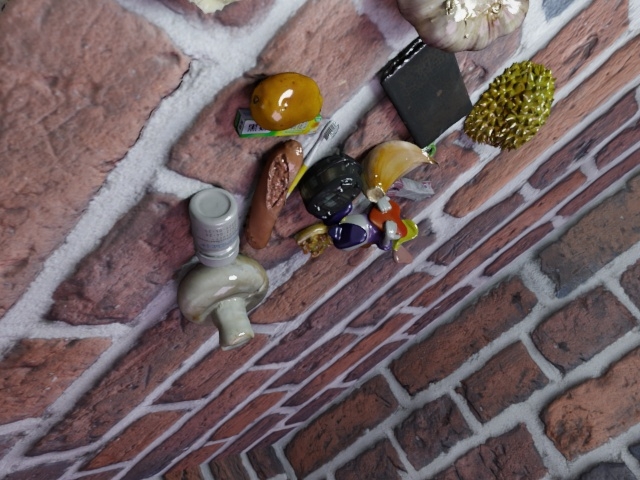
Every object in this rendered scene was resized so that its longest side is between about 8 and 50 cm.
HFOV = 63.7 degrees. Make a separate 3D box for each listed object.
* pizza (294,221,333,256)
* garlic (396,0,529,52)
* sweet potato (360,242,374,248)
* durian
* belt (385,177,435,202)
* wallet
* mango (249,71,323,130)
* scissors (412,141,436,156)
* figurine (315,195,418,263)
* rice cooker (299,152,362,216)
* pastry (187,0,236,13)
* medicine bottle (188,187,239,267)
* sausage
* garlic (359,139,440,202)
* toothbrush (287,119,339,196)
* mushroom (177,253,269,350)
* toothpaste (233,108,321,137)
[{"bbox_3d":[0.000,0.000,1.466,0.174,0.046,0.134,-19,150,-25],"label":"pizza"},{"bbox_3d":[0.241,-0.442,0.873,0.244,0.161,0.245,-5,119,-8],"label":"garlic"},{"bbox_3d":[0.141,-0.002,1.606,0.056,0.056,0.194,-42,156,19],"label":"sweet potato"},{"bbox_3d":[0.496,-0.328,1.335,0.153,0.186,0.261,-21,138,-34],"label":"durian"},{"bbox_3d":[0.239,-0.148,1.465,0.231,0.053,0.071,3,139,-45],"label":"belt"},{"bbox_3d":[0.246,-0.336,1.172,0.170,0.044,0.321,-38,149,10],"label":"wallet"},{"bbox_3d":[-0.062,-0.258,0.942,0.159,0.084,0.105,-32,145,-49],"label":"mango"},{"bbox_3d":[0.216,-0.212,1.362,0.204,0.027,0.101,-31,149,-5],"label":"scissors"},{"bbox_3d":[0.145,-0.019,1.427,0.420,0.154,0.193,3,149,-44],"label":"figurine"},{"bbox_3d":[0.026,-0.128,1.218,0.165,0.107,0.112,-32,149,32],"label":"rice cooker"},{"bbox_3d":[-0.130,-0.406,0.610,0.121,0.089,0.259,-24,153,-23],"label":"pastry"},{"bbox_3d":[-0.229,-0.027,1.120,0.104,0.105,0.168,-21,150,-21],"label":"medicine bottle"},{"bbox_3d":[-0.115,-0.092,1.157,0.087,0.079,0.327,-49,172,-43],"label":"sausage"},{"bbox_3d":[0.172,-0.189,1.271,0.206,0.128,0.115,-30,110,-16],"label":"garlic"},{"bbox_3d":[-0.043,-0.158,1.183,0.021,0.024,0.288,-2,141,-46],"label":"toothbrush"},{"bbox_3d":[-0.230,0.160,1.297,0.243,0.244,0.244,-25,152,-14],"label":"mushroom"},{"bbox_3d":[-0.081,-0.232,1.008,0.178,0.037,0.043,-12,148,-35],"label":"toothpaste"}]
